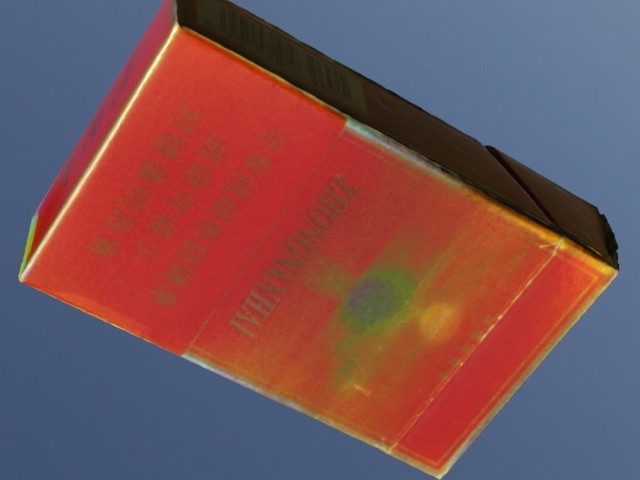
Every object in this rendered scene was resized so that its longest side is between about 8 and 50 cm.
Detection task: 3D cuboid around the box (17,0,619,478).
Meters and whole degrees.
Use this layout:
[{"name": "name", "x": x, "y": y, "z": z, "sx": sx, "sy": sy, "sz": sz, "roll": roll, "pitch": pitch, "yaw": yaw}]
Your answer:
[{"name": "box", "x": 0.000, "y": 0.000, "z": 0.487, "sx": 0.175, "sy": 0.112, "sz": 0.048, "roll": 28, "pitch": -155, "yaw": -18}]
